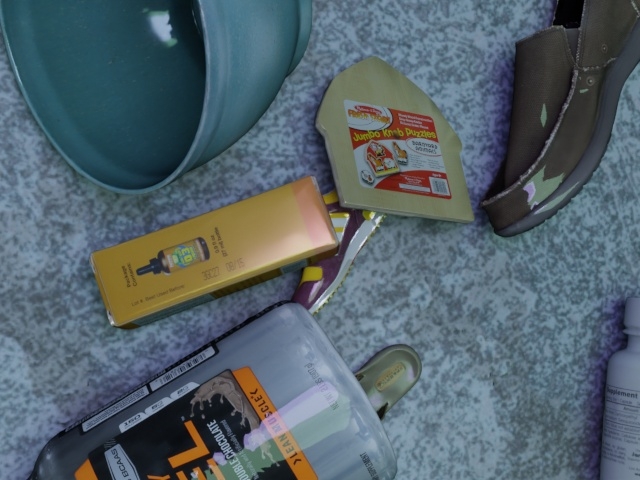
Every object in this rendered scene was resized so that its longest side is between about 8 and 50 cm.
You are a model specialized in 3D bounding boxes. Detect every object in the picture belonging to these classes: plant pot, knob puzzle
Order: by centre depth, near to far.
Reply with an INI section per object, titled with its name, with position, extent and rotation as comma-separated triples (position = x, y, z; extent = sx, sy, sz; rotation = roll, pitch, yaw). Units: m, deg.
[plant pot]
position = -0.133, -0.208, 0.918
extent = 0.196, 0.293, 0.293
rotation = -24, 98, -44
[knob puzzle]
position = 0.071, -0.110, 1.064
extent = 0.213, 0.030, 0.213
rotation = 16, 57, -27

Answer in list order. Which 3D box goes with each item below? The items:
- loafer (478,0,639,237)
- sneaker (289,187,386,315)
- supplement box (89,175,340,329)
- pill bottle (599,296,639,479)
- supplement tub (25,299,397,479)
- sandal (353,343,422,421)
[loafer]
position = 0.257, -0.170, 1.107
extent = 0.130, 0.134, 0.366
rotation = 32, 71, -11
[sneaker]
position = 0.000, 0.000, 1.053
extent = 0.084, 0.069, 0.185
rotation = 35, 73, -6
[supplement box]
position = -0.102, 0.014, 0.979
extent = 0.233, 0.080, 0.078
rotation = -19, 82, -4
[pill bottle]
position = 0.394, 0.183, 1.136
extent = 0.131, 0.131, 0.229
rotation = 5, 88, -17
[supplement tub]
position = -0.116, 0.221, 0.928
extent = 0.338, 0.207, 0.207
rotation = -31, 99, -8
[sandal]
position = 0.045, 0.182, 1.069
extent = 0.180, 0.049, 0.072
rotation = -42, 101, -13
